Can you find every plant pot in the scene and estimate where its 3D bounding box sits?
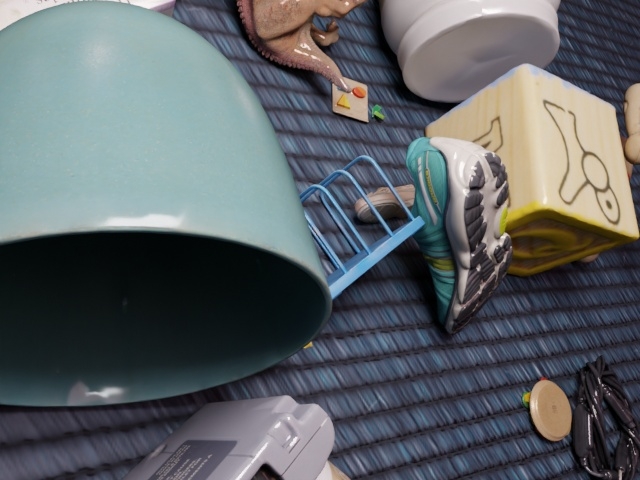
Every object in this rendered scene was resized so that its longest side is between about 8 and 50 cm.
[{"bbox_3d":[-0.156,-0.033,0.471,0.293,0.293,0.235,8,57,-32],"label":"plant pot"}]

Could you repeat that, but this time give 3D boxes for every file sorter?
[{"bbox_3d":[0.000,0.000,0.661,0.170,0.118,0.104,-36,90,-38],"label":"file sorter"}]

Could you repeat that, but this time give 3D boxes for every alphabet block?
[{"bbox_3d":[0.273,-0.081,0.829,0.192,0.193,0.197,13,65,-28],"label":"alphabet block"}]

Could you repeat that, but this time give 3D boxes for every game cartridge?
[{"bbox_3d":[-0.134,0.229,0.427,0.062,0.198,0.297,51,53,-7],"label":"game cartridge"}]

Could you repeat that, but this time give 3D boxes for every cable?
[{"bbox_3d":[0.415,0.256,0.884,0.150,0.047,0.184,26,58,-30],"label":"cable"}]

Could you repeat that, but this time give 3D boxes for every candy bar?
[{"bbox_3d":[-0.088,0.102,0.578,0.161,0.018,0.040,-16,95,-7],"label":"candy bar"}]

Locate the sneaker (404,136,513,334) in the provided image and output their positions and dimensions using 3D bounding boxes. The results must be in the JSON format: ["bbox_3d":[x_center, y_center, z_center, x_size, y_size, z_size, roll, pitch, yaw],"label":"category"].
[{"bbox_3d":[0.156,-0.004,0.724,0.107,0.110,0.275,-37,136,-28],"label":"sneaker"}]

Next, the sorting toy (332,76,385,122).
[{"bbox_3d":[0.052,-0.189,0.832,0.083,0.012,0.062,10,67,-31],"label":"sorting toy"}]

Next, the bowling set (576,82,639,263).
[{"bbox_3d":[0.496,-0.075,0.900,0.200,0.287,0.154,10,59,12],"label":"bowling set"}]

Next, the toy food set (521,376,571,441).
[{"bbox_3d":[0.311,0.230,0.844,0.083,0.020,0.083,-9,77,-36],"label":"toy food set"}]

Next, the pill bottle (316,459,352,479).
[{"bbox_3d":[0.035,0.317,0.540,0.264,0.153,0.153,43,54,-14],"label":"pill bottle"}]

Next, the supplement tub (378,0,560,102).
[{"bbox_3d":[0.194,-0.388,0.862,0.241,0.241,0.331,6,69,-32],"label":"supplement tub"}]

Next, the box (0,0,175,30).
[{"bbox_3d":[-0.278,-0.158,0.518,0.324,0.067,0.063,-32,91,-25],"label":"box"}]

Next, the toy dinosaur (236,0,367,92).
[{"bbox_3d":[-0.061,-0.308,0.737,0.200,0.127,0.296,-23,107,-27],"label":"toy dinosaur"}]

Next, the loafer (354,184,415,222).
[{"bbox_3d":[0.085,-0.050,0.788,0.125,0.045,0.039,-6,59,-42],"label":"loafer"}]
